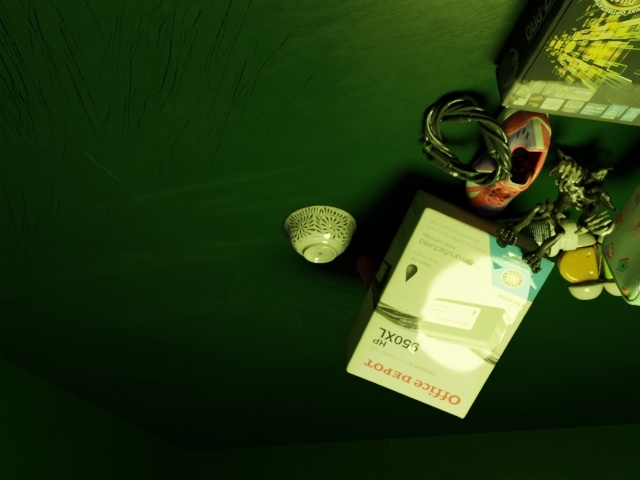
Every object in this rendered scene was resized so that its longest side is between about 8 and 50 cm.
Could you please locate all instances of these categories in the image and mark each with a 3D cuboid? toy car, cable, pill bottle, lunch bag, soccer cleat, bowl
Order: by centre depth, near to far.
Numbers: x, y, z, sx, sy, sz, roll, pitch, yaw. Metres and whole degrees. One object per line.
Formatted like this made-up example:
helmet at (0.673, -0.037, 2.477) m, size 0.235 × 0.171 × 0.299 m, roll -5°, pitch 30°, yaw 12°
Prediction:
lunch bag at (0.608, -0.034, 1.056) m, size 0.107 × 0.224 × 0.279 m, roll 18°, pitch 124°, yaw -5°
cable at (0.270, -0.173, 1.111) m, size 0.184 × 0.047 × 0.151 m, roll 36°, pitch 139°, yaw 19°
soccer cleat at (0.353, -0.124, 1.184) m, size 0.108 × 0.116 × 0.318 m, roll 3°, pitch 148°, yaw -3°
pill bottle at (0.480, -0.008, 1.387) m, size 0.169 × 0.094 × 0.094 m, roll -4°, pitch 148°, yaw 9°
bowl at (0.000, 0.000, 1.428) m, size 0.170 × 0.080 × 0.170 m, roll 0°, pitch 148°, yaw 0°
toy car at (0.650, 0.049, 1.452) m, size 0.181 × 0.159 × 0.136 m, roll -9°, pitch -179°, yaw 14°

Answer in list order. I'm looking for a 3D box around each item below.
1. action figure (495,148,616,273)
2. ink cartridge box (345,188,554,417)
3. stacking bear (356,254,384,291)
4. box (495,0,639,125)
action figure at (0.460, -0.067, 1.137) m, size 0.164 × 0.275 × 0.141 m, roll 47°, pitch 171°, yaw -5°
ink cartridge box at (0.257, 0.136, 1.316) m, size 0.285 × 0.166 × 0.395 m, roll 23°, pitch 108°, yaw -3°
stacking bear at (0.260, 0.067, 1.463) m, size 0.289 × 0.175 × 0.164 m, roll -26°, pitch 163°, yaw 21°
box at (0.506, -0.309, 0.906) m, size 0.394 × 0.097 × 0.318 m, roll 6°, pitch 150°, yaw -10°
